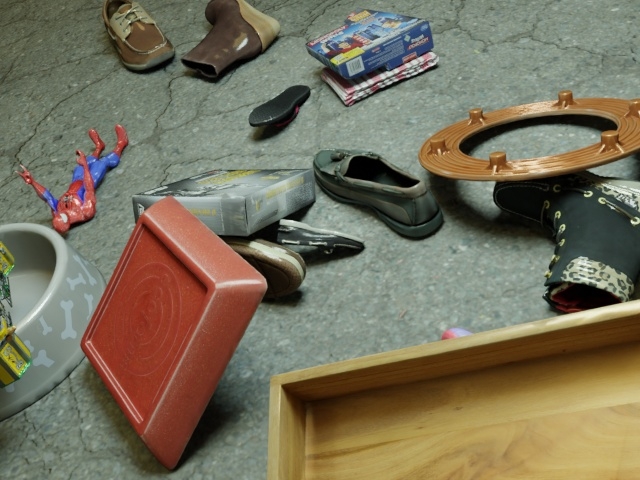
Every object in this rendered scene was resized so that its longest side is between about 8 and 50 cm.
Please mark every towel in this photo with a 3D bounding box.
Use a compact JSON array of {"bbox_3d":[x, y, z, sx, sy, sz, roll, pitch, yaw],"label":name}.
[{"bbox_3d":[0.110,-0.328,1.383,0.197,0.029,0.144,-24,38,-6],"label":"towel"}]

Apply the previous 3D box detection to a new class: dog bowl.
[{"bbox_3d":[-0.497,0.110,1.076,0.348,0.102,0.349,-11,42,10],"label":"dog bowl"}]

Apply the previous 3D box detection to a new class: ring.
[{"bbox_3d":[0.304,-0.158,1.030,0.336,0.032,0.336,-11,22,4],"label":"ring"}]

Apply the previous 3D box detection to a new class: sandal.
[{"bbox_3d":[-0.070,-0.242,1.354,0.067,0.040,0.179,12,35,25],"label":"sandal"}]

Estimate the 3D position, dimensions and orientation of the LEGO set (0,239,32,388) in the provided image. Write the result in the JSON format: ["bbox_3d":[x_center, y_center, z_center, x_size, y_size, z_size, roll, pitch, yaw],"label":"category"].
[{"bbox_3d":[-0.515,0.066,0.904,0.255,0.192,0.331,-23,41,-3],"label":"LEGO set"}]

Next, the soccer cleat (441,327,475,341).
[{"bbox_3d":[0.219,0.171,0.747,0.095,0.083,0.248,-22,41,-19],"label":"soccer cleat"}]

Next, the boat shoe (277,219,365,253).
[{"bbox_3d":[0.000,0.000,1.033,0.125,0.038,0.046,12,0,-9],"label":"boat shoe"}]

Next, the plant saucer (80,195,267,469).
[{"bbox_3d":[-0.203,0.099,0.897,0.259,0.047,0.258,37,103,43],"label":"plant saucer"}]

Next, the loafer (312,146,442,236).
[{"bbox_3d":[0.078,-0.099,1.092,0.096,0.084,0.267,-37,43,-19],"label":"loafer"}]

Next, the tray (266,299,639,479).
[{"bbox_3d":[0.146,0.193,0.663,0.411,0.076,0.203,-16,54,22],"label":"tray"}]

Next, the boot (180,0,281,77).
[{"bbox_3d":[-0.232,-0.453,1.604,0.248,0.090,0.207,29,57,37],"label":"boot"}]

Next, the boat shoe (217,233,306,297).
[{"bbox_3d":[-0.124,0.012,1.046,0.257,0.095,0.095,8,42,29],"label":"boat shoe"}]

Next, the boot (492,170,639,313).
[{"bbox_3d":[0.299,-0.006,0.905,0.236,0.085,0.178,14,54,35],"label":"boot"}]

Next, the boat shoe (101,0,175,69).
[{"bbox_3d":[-0.446,-0.496,1.717,0.123,0.116,0.324,-34,42,-16],"label":"boat shoe"}]

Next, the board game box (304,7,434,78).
[{"bbox_3d":[0.080,-0.376,1.382,0.194,0.060,0.194,-28,36,-11],"label":"board game box"}]

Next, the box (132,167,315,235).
[{"bbox_3d":[-0.135,-0.062,1.079,0.183,0.056,0.231,1,15,24],"label":"box"}]

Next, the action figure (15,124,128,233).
[{"bbox_3d":[-0.440,-0.136,1.306,0.091,0.139,0.280,-9,44,14],"label":"action figure"}]
